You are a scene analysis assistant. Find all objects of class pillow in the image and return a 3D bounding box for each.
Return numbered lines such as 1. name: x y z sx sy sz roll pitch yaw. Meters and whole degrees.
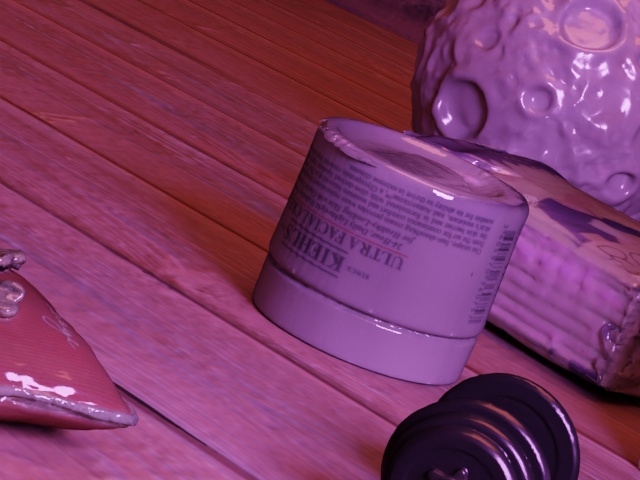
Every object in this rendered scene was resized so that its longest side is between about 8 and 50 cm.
1. pillow: -0.200 0.042 1.065 0.171 0.075 0.179 14 15 -36

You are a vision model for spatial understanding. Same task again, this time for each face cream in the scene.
1. face cream: 0.054 0.005 1.515 0.177 0.153 0.177 20 12 -4

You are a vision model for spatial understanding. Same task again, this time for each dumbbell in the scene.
1. dumbbell: 0.093 0.131 1.140 0.099 0.099 0.208 25 13 15

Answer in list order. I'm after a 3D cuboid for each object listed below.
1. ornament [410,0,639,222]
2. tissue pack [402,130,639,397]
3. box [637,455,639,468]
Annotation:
1. ornament: 0.267 -0.147 2.211 0.337 0.337 0.337 21 11 -4
2. tissue pack: 0.225 0.027 1.801 0.242 0.125 0.344 11 18 -46
3. box: 0.351 0.111 1.426 0.095 0.212 0.168 12 14 -44
